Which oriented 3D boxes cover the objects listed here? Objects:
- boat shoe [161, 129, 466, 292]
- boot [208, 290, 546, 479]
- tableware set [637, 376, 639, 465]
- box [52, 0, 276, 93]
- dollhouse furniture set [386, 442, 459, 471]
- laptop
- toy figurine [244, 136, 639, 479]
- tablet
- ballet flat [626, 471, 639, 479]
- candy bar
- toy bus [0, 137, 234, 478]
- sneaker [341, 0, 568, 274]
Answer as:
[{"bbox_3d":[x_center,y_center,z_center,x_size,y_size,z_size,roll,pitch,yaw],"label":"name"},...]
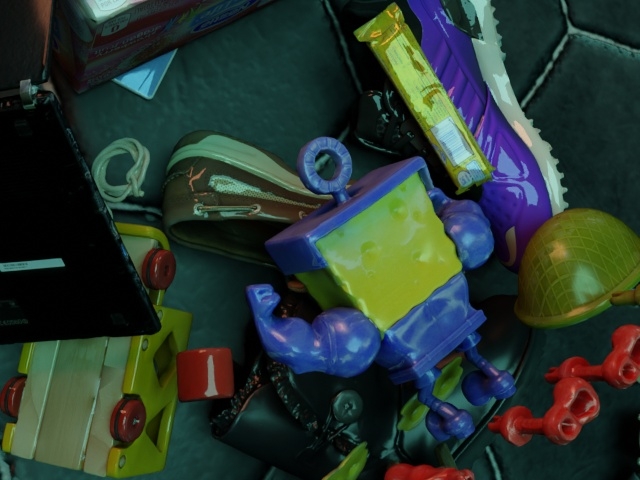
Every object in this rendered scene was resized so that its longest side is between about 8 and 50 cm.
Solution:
[{"bbox_3d":[-0.003,0.004,0.606,0.257,0.095,0.095,16,53,-10],"label":"boat shoe"},{"bbox_3d":[0.050,0.100,0.625,0.207,0.094,0.246,39,79,-18],"label":"boot"},{"bbox_3d":[0.363,0.161,0.774,0.141,0.020,0.169,12,71,-25],"label":"tableware set"},{"bbox_3d":[-0.079,-0.251,0.570,0.300,0.154,0.142,-33,95,-22],"label":"box"},{"bbox_3d":[0.039,0.307,0.530,0.212,0.161,0.242,-21,106,1],"label":"dollhouse furniture set"},{"bbox_3d":[-0.230,-0.072,0.475,0.234,0.137,0.264,-5,126,15],"label":"laptop"},{"bbox_3d":[0.080,0.007,0.499,0.362,0.191,0.217,-36,93,-24],"label":"toy figurine"},{"bbox_3d":[-0.143,-0.161,0.619,0.054,0.006,0.083,27,77,-17],"label":"tablet"},{"bbox_3d":[0.362,0.289,0.758,0.188,0.070,0.070,32,75,-14],"label":"ballet flat"},{"bbox_3d":[0.085,-0.108,0.608,0.040,0.018,0.161,-33,96,4],"label":"candy bar"},{"bbox_3d":[-0.144,0.066,0.546,0.202,0.104,0.191,-37,71,6],"label":"toy bus"},{"bbox_3d":[0.100,-0.093,0.668,0.146,0.102,0.293,-21,90,-15],"label":"sneaker"}]
